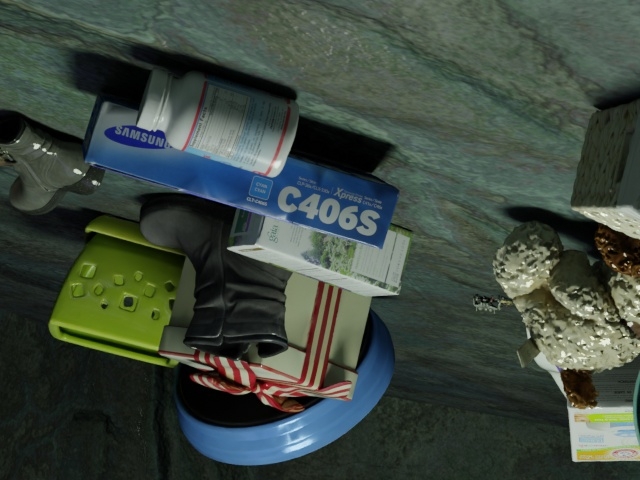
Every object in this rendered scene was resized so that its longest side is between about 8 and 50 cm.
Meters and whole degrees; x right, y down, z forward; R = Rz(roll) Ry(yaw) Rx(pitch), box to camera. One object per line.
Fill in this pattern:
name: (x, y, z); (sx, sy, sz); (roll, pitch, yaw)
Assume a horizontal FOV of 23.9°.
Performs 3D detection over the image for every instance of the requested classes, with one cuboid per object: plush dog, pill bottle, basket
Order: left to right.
pill bottle: (-0.110, -0.129, 1.604); (0.160, 0.087, 0.087); (17, 168, -11)
plush dog: (0.370, 0.071, 1.832); (0.262, 0.210, 0.225); (20, 140, -37)
basket: (0.327, -0.052, 1.400); (0.167, 0.113, 0.103); (20, 169, -25)

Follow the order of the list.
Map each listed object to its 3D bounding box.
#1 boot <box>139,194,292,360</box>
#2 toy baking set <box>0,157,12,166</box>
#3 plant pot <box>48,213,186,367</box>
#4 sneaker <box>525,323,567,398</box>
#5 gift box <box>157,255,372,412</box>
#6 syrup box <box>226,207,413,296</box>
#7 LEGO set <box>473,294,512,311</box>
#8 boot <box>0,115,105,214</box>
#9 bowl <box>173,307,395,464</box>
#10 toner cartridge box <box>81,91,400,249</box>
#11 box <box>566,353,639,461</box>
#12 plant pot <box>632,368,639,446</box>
boot: (-0.169, 0.055, 2.210); (0.118, 0.222, 0.338); (23, 165, -41)
toy baking set: (-0.540, -0.151, 2.154); (0.256, 0.030, 0.197); (12, 164, -23)
plant pot: (-0.324, 0.083, 2.571); (0.227, 0.207, 0.228); (15, 169, -5)
sneaker: (0.444, 0.136, 2.217); (0.236, 0.130, 0.323); (-10, 147, 20)
gift box: (-0.072, 0.121, 2.331); (0.276, 0.258, 0.255); (3, 165, 46)
syrup box: (0.000, 0.000, 2.077); (0.237, 0.093, 0.096); (19, 168, -26)
LEGO set: (0.272, 0.105, 2.434); (0.054, 0.023, 0.083); (16, 168, -10)
boot: (-0.413, -0.114, 2.091); (0.161, 0.083, 0.246); (26, 157, -30)
bowl: (-0.068, 0.215, 2.577); (0.391, 0.391, 0.077); (5, 132, 35)
toner cartridge box: (-0.095, -0.082, 1.737); (0.348, 0.075, 0.165); (16, -175, -12)
box: (0.408, 0.231, 2.148); (0.114, 0.103, 0.203); (-2, 150, 10)
plant pot: (0.570, 0.212, 1.993); (0.293, 0.293, 0.235); (10, -177, 17)
